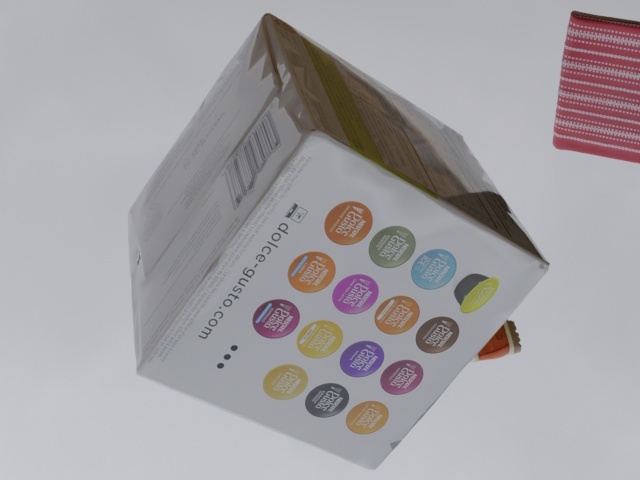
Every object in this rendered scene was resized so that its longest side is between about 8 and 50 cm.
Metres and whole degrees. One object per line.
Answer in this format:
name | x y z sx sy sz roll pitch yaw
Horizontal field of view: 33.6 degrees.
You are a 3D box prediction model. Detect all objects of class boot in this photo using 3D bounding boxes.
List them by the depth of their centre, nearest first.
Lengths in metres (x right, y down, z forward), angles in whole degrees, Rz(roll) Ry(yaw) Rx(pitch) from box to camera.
boot | 0.227 0.101 1.549 0.085 0.059 0.157 -17 -100 -9

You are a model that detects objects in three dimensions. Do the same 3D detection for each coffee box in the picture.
coffee box | 0.000 0.000 1.267 0.334 0.337 0.338 28 -159 -26

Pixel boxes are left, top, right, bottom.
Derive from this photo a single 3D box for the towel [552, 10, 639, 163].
towel | 0.447 -0.213 1.547 0.199 0.274 0.031 12 -126 15
